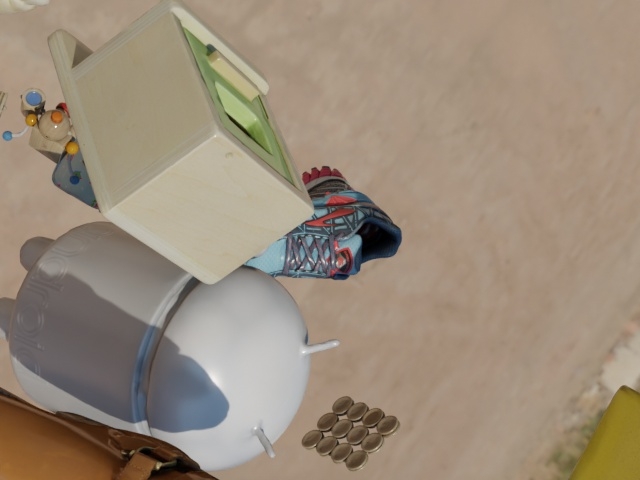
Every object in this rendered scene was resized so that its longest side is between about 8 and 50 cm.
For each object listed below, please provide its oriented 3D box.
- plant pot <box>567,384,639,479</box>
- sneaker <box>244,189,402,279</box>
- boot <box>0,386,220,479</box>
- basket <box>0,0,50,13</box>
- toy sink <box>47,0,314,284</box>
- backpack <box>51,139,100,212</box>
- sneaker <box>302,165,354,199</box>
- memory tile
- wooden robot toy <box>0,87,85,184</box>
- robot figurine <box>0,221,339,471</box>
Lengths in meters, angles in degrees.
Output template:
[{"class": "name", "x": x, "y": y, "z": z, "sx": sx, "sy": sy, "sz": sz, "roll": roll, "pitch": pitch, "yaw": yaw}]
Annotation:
[{"class": "plant pot", "x": 0.339, "y": 0.297, "z": 1.255, "sx": 0.212, "sy": 0.187, "sz": 0.212, "roll": -57, "pitch": 144, "yaw": -14}, {"class": "sneaker", "x": 0.000, "y": 0.000, "z": 1.781, "sx": 0.262, "sy": 0.125, "sz": 0.104, "roll": -18, "pitch": 125, "yaw": -34}, {"class": "boot", "x": -0.165, "y": 0.186, "z": 0.938, "sx": 0.283, "sy": 0.220, "sz": 0.109, "roll": 26, "pitch": 83, "yaw": -58}, {"class": "basket", "x": -0.379, "y": -0.333, "z": 0.971, "sx": 0.331, "sy": 0.328, "sz": 0.266, "roll": 51, "pitch": 36, "yaw": -61}, {"class": "toy sink", "x": -0.121, "y": -0.108, "z": 1.171, "sx": 0.131, "sy": 0.234, "sz": 0.153, "roll": -35, "pitch": 141, "yaw": 14}, {"class": "backpack", "x": -0.277, "y": -0.108, "z": 1.928, "sx": 0.166, "sy": 0.188, "sz": 0.144, "roll": -62, "pitch": 176, "yaw": 12}, {"class": "sneaker", "x": -0.068, "y": 0.003, "z": 2.170, "sx": 0.299, "sy": 0.112, "sz": 0.121, "roll": -41, "pitch": 133, "yaw": 5}, {"class": "memory tile", "x": 0.047, "y": 0.299, "z": 2.078, "sx": 0.113, "sy": 0.148, "sz": 0.012, "roll": -47, "pitch": 125, "yaw": -20}, {"class": "wooden robot toy", "x": -0.306, "y": -0.136, "z": 1.525, "sx": 0.076, "sy": 0.173, "sz": 0.079, "roll": -58, "pitch": -178, "yaw": -26}, {"class": "robot figurine", "x": -0.157, "y": 0.101, "z": 1.295, "sx": 0.200, "sy": 0.353, "sz": 0.300, "roll": 42, "pitch": 68, "yaw": -56}]
